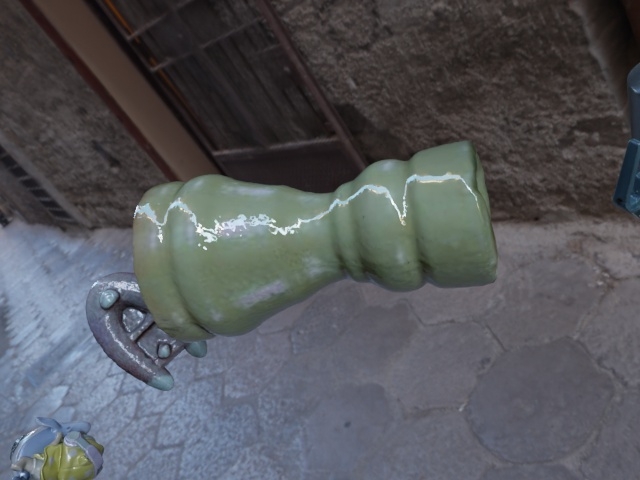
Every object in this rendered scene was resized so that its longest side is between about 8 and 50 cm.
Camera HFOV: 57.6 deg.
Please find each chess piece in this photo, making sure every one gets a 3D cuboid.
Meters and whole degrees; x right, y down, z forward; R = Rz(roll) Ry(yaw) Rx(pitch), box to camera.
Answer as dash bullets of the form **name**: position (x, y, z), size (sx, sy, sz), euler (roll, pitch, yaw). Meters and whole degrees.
- **chess piece**: position (0.000, 0.000, 0.772), size (0.442, 0.234, 0.234), euler (-9, 32, 17)

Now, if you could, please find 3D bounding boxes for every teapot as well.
- **teapot**: position (0.498, -0.138, 0.814), size (0.203, 0.225, 0.171), euler (-24, 40, -20)

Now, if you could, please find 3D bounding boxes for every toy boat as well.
- **toy boat**: position (-0.311, 0.151, 1.016), size (0.155, 0.227, 0.085), euler (-44, 1, -9)

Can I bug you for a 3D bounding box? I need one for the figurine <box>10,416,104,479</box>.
- **figurine**: position (-0.542, 0.448, 1.179), size (0.183, 0.128, 0.208), euler (17, 36, 13)
